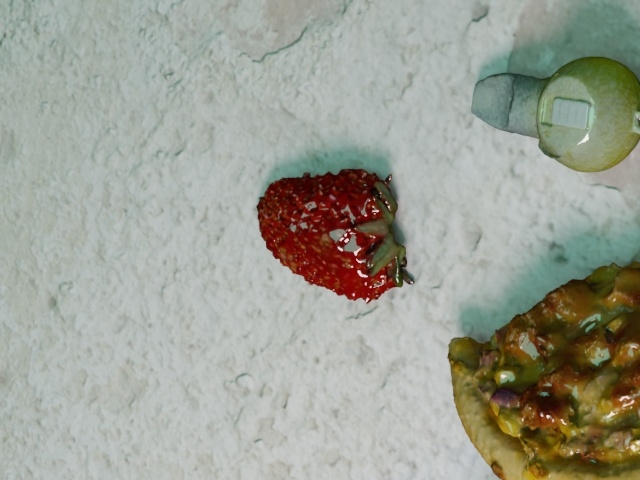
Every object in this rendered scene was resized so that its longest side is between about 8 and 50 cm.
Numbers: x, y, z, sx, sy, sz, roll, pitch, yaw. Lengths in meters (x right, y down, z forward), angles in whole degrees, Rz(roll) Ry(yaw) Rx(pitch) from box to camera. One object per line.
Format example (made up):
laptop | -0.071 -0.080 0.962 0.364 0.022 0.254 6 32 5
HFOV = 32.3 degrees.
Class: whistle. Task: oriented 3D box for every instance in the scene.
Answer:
whistle | 0.257 -0.137 1.168 0.223 0.123 0.123 17 105 47

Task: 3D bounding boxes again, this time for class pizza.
pizza | 0.283 0.142 1.100 0.278 0.114 0.409 -51 34 -7

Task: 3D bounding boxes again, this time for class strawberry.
strawberry | -0.001 0.001 1.318 0.208 0.087 0.167 -8 94 30
